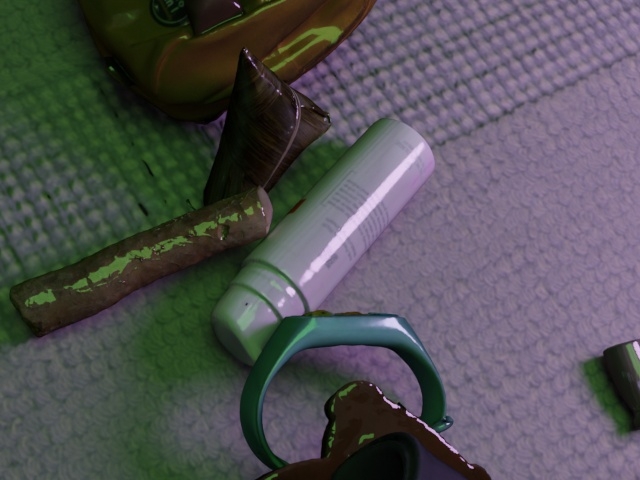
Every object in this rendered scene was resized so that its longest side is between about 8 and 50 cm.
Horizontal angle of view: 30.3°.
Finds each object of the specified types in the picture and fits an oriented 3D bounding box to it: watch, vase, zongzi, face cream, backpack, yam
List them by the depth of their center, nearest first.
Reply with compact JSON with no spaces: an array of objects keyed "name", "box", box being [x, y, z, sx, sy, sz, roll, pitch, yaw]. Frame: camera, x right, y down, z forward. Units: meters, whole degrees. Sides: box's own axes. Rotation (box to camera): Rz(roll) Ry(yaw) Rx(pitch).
[{"name":"watch","box":[0.053,0.301,1.054,0.314,0.327,0.335,40,72,-10]},{"name":"watch","box":[0.032,0.171,1.270,0.237,0.068,0.195,0,87,-26]},{"name":"yam","box":[-0.191,0.020,1.297,0.300,0.066,0.066,-25,73,-11]},{"name":"zongzi","box":[-0.096,-0.109,1.327,0.084,0.184,0.187,40,93,31]},{"name":"face cream","box":[0.000,0.000,1.361,0.102,0.102,0.345,40,62,7]},{"name":"vase","box":[0.375,0.171,1.397,0.053,0.053,0.100,-11,73,-18]},{"name":"backpack","box":[-0.115,-0.340,1.407,0.378,0.201,0.353,-32,77,-1]}]
